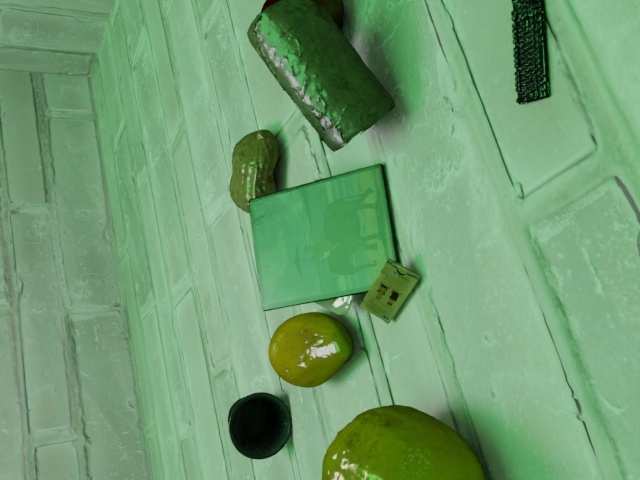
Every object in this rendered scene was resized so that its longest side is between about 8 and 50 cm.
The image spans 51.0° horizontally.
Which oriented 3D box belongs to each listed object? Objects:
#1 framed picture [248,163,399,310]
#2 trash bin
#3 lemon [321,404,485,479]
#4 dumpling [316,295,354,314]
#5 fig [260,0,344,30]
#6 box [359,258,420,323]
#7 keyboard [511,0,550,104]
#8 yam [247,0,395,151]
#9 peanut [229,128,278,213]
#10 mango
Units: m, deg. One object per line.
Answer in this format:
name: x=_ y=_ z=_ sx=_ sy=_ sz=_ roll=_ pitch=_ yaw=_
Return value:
framed picture: x=0.000 y=0.000 z=1.449 sx=0.347 sy=0.016 sz=0.265 roll=-12 pitch=81 yaw=28
trash bin: x=-0.182 y=0.501 z=1.850 sx=0.161 sy=0.175 sz=0.175 roll=158 pitch=106 yaw=-70
lemon: x=0.144 y=0.429 z=1.165 sx=0.322 sy=0.268 sz=0.268 roll=30 pitch=118 yaw=50
dumpling: x=0.005 y=0.044 z=1.508 sx=0.252 sy=0.131 sz=0.179 roll=55 pitch=130 yaw=38
fig: x=-0.007 y=-0.444 z=1.471 sx=0.290 sy=0.190 sz=0.190 roll=60 pitch=144 yaw=10
box: x=0.138 y=0.101 z=1.344 sx=0.073 sy=0.020 sz=0.149 roll=31 pitch=131 yaw=4
keyboard: x=0.323 y=-0.312 z=1.038 sx=0.060 sy=0.018 sz=0.196 roll=-5 pitch=89 yaw=57
yam: x=0.004 y=-0.333 z=1.341 sx=0.304 sy=0.168 sz=0.168 roll=54 pitch=145 yaw=1
peanut: x=-0.178 y=-0.188 z=1.818 sx=0.196 sy=0.110 sz=0.233 roll=31 pitch=120 yaw=55
mango: x=-0.024 y=0.257 z=1.585 sx=0.317 sy=0.119 sz=0.176 roll=-24 pitch=64 yaw=53
